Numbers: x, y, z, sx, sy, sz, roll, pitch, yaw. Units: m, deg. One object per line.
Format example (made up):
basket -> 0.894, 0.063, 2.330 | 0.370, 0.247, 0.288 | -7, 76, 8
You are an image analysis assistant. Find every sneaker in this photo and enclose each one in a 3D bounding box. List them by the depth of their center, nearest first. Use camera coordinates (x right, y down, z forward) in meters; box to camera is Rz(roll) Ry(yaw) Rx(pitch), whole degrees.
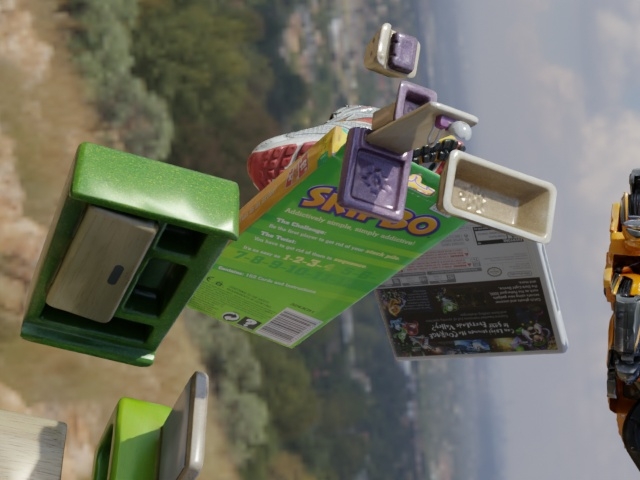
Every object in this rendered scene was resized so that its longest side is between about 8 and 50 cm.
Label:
sneaker -> 0.022, -0.073, 1.334 | 0.092, 0.225, 0.088 | 41, -57, 38

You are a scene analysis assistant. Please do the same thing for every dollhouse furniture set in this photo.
dollhouse furniture set -> 0.082, -0.051, 0.709 | 0.081, 0.114, 0.091 | -20, -124, 60
dollhouse furniture set -> -0.213, 0.049, 0.804 | 0.151, 0.301, 0.198 | 124, -26, -48

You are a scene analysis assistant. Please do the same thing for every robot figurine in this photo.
robot figurine -> 0.309, 0.067, 1.366 | 0.291, 0.085, 0.211 | 71, 27, -54

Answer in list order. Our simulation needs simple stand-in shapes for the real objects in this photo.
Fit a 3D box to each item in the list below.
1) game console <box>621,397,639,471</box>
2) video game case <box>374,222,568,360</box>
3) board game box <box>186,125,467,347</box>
game console -> 0.391, 0.255, 1.342 | 0.213, 0.044, 0.361 | -48, 115, -30
video game case -> 0.146, 0.047, 1.523 | 0.022, 0.190, 0.173 | -60, 138, -53
board game box -> 0.000, 0.000, 1.123 | 0.259, 0.124, 0.039 | -36, -141, 46
